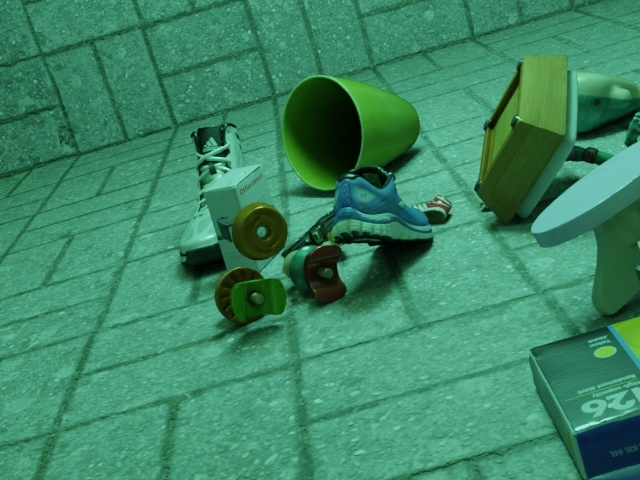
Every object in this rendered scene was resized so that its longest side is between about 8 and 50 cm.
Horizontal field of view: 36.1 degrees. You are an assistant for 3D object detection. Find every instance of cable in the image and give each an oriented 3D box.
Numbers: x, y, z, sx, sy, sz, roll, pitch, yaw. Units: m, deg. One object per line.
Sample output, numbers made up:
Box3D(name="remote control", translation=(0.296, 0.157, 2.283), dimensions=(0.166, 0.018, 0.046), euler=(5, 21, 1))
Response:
Box3D(name="cable", translation=(0.000, 0.000, 2.038), dimensions=(0.139, 0.072, 0.287), euler=(-31, 4, 11))

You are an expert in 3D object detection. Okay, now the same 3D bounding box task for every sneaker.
Box3D(name="sneaker", translation=(0.120, -0.066, 1.832), dimensions=(0.129, 0.147, 0.330), euler=(-6, -5, 24))
Box3D(name="sneaker", translation=(-0.258, -0.119, 2.236), dimensions=(0.169, 0.257, 0.447), euler=(-13, 19, 10))
Box3D(name="sneaker", translation=(0.211, -0.063, 2.009), dimensions=(0.118, 0.042, 0.067), euler=(4, 31, 30))

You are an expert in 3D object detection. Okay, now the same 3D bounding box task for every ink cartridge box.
Box3D(name="ink cartridge box", translation=(-0.155, -0.044, 2.038), dimensions=(0.082, 0.191, 0.139), euler=(-7, 20, 26))
Box3D(name="ink cartridge box", translation=(0.420, 0.170, 1.124), dimensions=(0.303, 0.072, 0.307), euler=(-16, 17, 3))

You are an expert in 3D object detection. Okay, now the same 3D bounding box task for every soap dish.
Box3D(name="soap dish", translation=(0.394, -0.205, 1.885), dimensions=(0.118, 0.229, 0.291), euler=(22, 41, -4))

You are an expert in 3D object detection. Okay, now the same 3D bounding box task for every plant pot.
Box3D(name="plant pot", translation=(0.101, -0.277, 2.436), dimensions=(0.274, 0.275, 0.293), euler=(2, 11, 45))

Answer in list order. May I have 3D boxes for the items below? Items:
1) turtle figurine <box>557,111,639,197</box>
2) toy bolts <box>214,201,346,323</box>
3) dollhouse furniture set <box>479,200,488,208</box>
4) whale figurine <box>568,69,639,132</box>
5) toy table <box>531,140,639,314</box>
Box3D(name="turtle figurine", translation=(0.559, -0.134, 1.810), dimensions=(0.234, 0.118, 0.175), euler=(-3, 64, 32))
Box3D(name="toy bolts", translation=(-0.084, 0.035, 1.775), dimensions=(0.228, 0.218, 0.158), euler=(-5, 6, -25))
Box3D(name="dollhouse furniture set", translation=(0.378, -0.101, 2.004), dimensions=(0.076, 0.059, 0.152), euler=(1, 44, 25))
Box3D(name="whale figurine", translation=(0.647, -0.314, 2.267), dimensions=(0.272, 0.141, 0.216), euler=(3, 12, -19))
Box3D(name="toy table", translation=(0.455, -0.026, 1.426), dimensions=(0.274, 0.161, 0.252), euler=(-35, 8, -3))
